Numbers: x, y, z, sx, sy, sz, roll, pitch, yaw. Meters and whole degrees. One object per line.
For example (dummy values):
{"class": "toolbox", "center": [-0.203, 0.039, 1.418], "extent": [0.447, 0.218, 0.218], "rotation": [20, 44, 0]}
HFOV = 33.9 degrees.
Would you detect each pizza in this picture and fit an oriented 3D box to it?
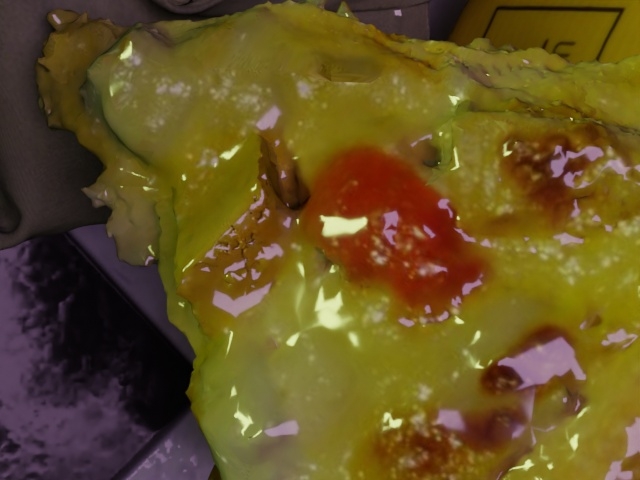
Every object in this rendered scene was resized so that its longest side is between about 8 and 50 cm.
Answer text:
{"class": "pizza", "center": [0.000, 0.000, 0.359], "extent": [0.287, 0.075, 0.280], "rotation": [30, 83, 15]}

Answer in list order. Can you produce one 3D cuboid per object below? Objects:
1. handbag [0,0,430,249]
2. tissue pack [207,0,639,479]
{"class": "handbag", "center": [-0.059, -0.157, 0.467], "extent": [0.253, 0.109, 0.316], "rotation": [-14, 122, -26]}
{"class": "tissue pack", "center": [0.172, 0.034, 0.526], "extent": [0.293, 0.228, 0.382], "rotation": [34, 80, -36]}
